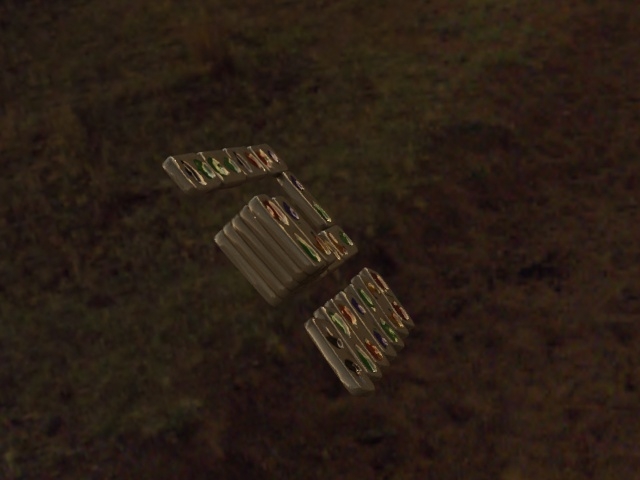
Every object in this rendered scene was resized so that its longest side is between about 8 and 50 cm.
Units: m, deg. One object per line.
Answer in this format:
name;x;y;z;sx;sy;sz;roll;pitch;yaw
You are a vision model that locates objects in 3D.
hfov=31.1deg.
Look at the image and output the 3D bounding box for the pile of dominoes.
pile of dominoes;0.000;0.000;0.809;0.040;0.196;0.251;-42;-3;15
